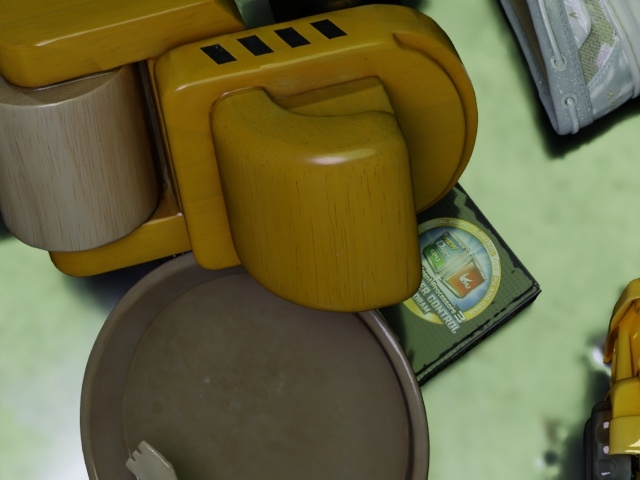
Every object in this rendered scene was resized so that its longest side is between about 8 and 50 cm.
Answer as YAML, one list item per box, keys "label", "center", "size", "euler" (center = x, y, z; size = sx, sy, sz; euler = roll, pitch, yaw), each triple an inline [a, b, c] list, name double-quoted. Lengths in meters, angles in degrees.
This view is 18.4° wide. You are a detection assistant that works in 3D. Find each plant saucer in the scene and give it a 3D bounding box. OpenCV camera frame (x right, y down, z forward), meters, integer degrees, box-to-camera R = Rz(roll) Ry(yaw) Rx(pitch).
- label: "plant saucer"
  center: [-0.046, 0.138, 1.434]
  size: [0.278, 0.041, 0.278]
  euler: [4, 99, 23]

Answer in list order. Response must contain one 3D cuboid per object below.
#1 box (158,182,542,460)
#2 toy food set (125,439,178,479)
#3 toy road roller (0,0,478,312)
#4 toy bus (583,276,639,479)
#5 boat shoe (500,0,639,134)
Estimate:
- label: "box"
  center: [0.000, 0.000, 1.500]
  size: [0.216, 0.060, 0.270]
  euler: [-36, 81, -5]
- label: "toy food set"
  center: [-0.130, 0.238, 1.444]
  size: [0.132, 0.038, 0.192]
  euler: [42, 118, 3]
- label: "toy road roller"
  center: [-0.058, -0.062, 1.322]
  size: [0.329, 0.202, 0.241]
  euler: [-13, 40, -5]
- label: "toy bus"
  center: [0.262, 0.088, 1.405]
  size: [0.149, 0.220, 0.211]
  euler: [0, 74, 6]
- label: "boat shoe"
  center: [0.143, -0.235, 1.515]
  size: [0.103, 0.118, 0.320]
  euler: [-31, 87, -9]
